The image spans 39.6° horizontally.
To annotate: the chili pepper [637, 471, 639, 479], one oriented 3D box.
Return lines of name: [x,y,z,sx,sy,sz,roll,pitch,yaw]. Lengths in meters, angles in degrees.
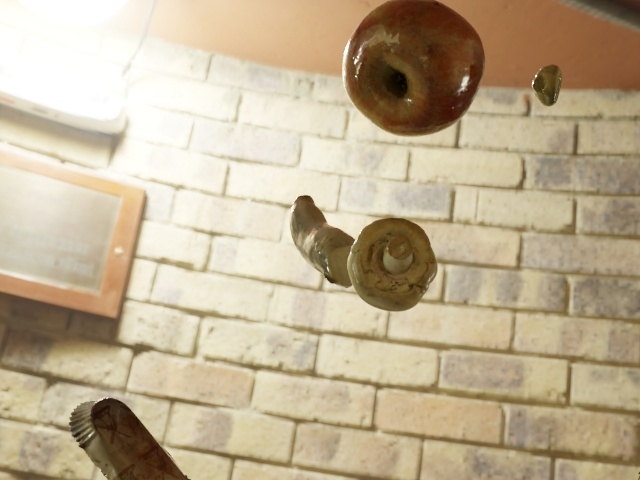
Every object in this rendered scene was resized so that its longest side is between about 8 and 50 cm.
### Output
chili pepper: [0.523,0.411,1.266,0.084,0.192,0.086,-32,-42,15]

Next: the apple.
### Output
apple: [0.197,-0.364,1.834,0.302,0.301,0.301,8,-22,3]

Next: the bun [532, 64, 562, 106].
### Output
bun: [0.461,-0.318,1.817,0.055,0.086,0.086,9,-20,22]

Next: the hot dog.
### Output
hot dog: [-0.282,0.342,1.351,0.069,0.252,0.131,-41,-4,24]

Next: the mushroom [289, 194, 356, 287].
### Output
mushroom: [-0.001,0.002,1.873,0.097,0.109,0.351,8,19,-24]

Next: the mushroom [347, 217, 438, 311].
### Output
mushroom: [0.119,0.038,1.448,0.154,0.154,0.122,10,-22,-1]
